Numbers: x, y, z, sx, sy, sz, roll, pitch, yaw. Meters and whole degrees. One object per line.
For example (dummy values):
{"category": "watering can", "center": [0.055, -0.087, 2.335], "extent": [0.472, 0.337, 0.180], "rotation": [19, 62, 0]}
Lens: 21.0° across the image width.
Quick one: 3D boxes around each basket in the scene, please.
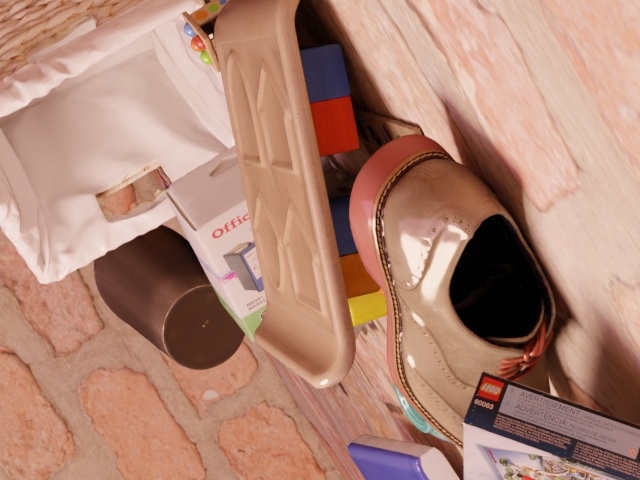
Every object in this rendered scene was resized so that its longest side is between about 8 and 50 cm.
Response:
{"category": "basket", "center": [-0.291, -0.189, 2.059], "extent": [0.266, 0.328, 0.331], "rotation": [55, 172, 32]}
{"category": "basket", "center": [-0.204, 0.089, 2.481], "extent": [0.204, 0.154, 0.227], "rotation": [47, 174, -31]}

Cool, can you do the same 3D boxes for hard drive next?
{"category": "hard drive", "center": [0.145, 0.358, 2.286], "extent": [0.210, 0.040, 0.319], "rotation": [57, 166, -5]}

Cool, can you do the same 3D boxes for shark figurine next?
{"category": "shark figurine", "center": [-0.005, 0.001, 1.844], "extent": [0.166, 0.116, 0.278], "rotation": [54, 169, 31]}

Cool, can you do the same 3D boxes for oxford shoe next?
{"category": "oxford shoe", "center": [0.126, 0.078, 1.355], "extent": [0.130, 0.123, 0.348], "rotation": [36, 161, 45]}

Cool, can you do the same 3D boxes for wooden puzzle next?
{"category": "wooden puzzle", "center": [-0.018, -0.061, 1.591], "extent": [0.322, 0.080, 0.347], "rotation": [-160, 63, -76]}

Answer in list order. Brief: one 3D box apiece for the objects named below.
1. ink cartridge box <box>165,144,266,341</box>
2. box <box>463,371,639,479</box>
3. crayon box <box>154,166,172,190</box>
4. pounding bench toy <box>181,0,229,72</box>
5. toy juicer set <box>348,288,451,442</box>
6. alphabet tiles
{"category": "ink cartridge box", "center": [-0.067, -0.008, 2.003], "extent": [0.093, 0.154, 0.212], "rotation": [49, 168, 44]}
{"category": "box", "center": [0.190, 0.180, 1.319], "extent": [0.159, 0.044, 0.233], "rotation": [18, 160, 12]}
{"category": "crayon box", "center": [-0.126, -0.041, 2.378], "extent": [0.313, 0.106, 0.363], "rotation": [50, 170, 42]}
{"category": "pounding bench toy", "center": [-0.099, -0.205, 1.777], "extent": [0.052, 0.065, 0.083], "rotation": [51, 170, 37]}
{"category": "toy juicer set", "center": [0.129, 0.125, 1.635], "extent": [0.329, 0.089, 0.209], "rotation": [59, 162, 16]}
{"category": "alphabet tiles", "center": [0.107, -0.008, 1.518], "extent": [0.237, 0.009, 0.198], "rotation": [60, 171, -16]}
